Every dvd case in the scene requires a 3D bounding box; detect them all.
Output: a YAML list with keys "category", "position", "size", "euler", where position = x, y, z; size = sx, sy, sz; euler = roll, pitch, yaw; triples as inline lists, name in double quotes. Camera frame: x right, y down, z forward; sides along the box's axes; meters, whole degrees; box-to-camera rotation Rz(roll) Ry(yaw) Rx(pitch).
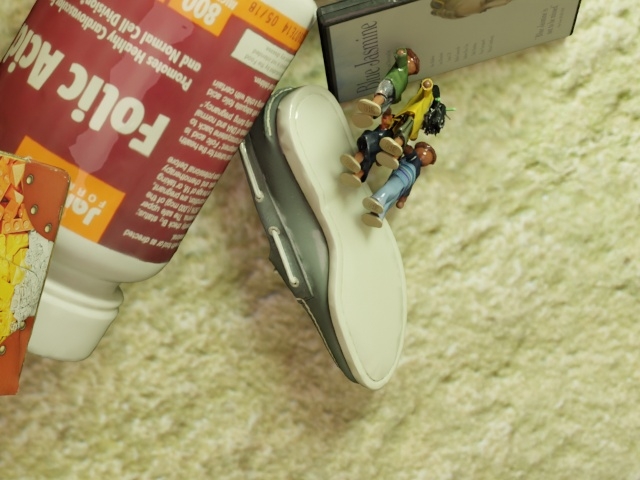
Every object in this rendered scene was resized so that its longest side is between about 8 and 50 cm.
- category: "dvd case"
  position: [0.124, -0.203, 1.201]
  size: [0.253, 0.180, 0.022]
  euler: [-16, 73, -1]

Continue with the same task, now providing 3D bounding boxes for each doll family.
- category: "doll family"
  position: [0.076, -0.099, 1.227]
  size: [0.076, 0.193, 0.111]
  euler: [30, 53, 8]

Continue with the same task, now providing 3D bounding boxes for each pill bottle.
- category: "pill bottle"
  position: [-0.192, -0.103, 1.166]
  size: [0.224, 0.224, 0.392]
  euler: [31, 97, -9]

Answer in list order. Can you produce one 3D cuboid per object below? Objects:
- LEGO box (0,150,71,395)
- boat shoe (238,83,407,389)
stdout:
- category: "LEGO box"
  position: [-0.508, -0.038, 0.971]
  size: [0.500, 0.372, 0.193]
  euler: [15, 91, 25]
- category: "boat shoe"
  position: [0.000, 0.000, 1.284]
  size: [0.099, 0.116, 0.319]
  euler: [-2, 114, 40]
